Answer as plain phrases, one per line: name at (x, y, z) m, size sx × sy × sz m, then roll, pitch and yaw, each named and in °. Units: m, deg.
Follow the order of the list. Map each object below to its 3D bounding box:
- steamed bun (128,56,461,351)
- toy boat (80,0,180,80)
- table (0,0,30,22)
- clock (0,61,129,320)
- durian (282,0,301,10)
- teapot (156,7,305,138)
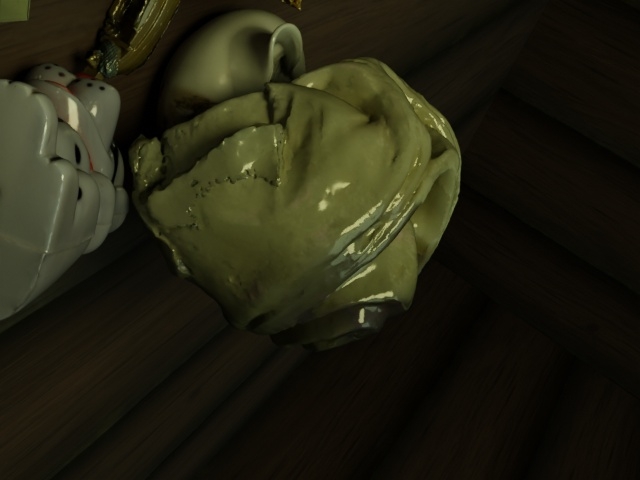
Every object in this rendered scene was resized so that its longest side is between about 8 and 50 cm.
steamed bun at (0.000, 0.000, 0.646) m, size 0.394 × 0.237 × 0.346 m, roll -7°, pitch 147°, yaw -41°
toy boat at (-0.164, -0.204, 0.536) m, size 0.149 × 0.047 × 0.049 m, roll -58°, pitch 152°, yaw 5°
table at (-0.226, -0.175, 0.361) m, size 0.083 × 0.062 × 0.079 m, roll -34°, pitch 155°, yaw -53°
clock at (-0.227, -0.047, 0.466) m, size 0.189 × 0.189 × 0.254 m, roll -57°, pitch 180°, yaw 12°
durian at (-0.023, -0.282, 0.552) m, size 0.182 × 0.165 × 0.132 m, roll -40°, pitch 123°, yaw -29°
teapot at (-0.089, -0.152, 0.706) m, size 0.204 × 0.139 × 0.298 m, roll -51°, pitch 165°, yaw -23°
